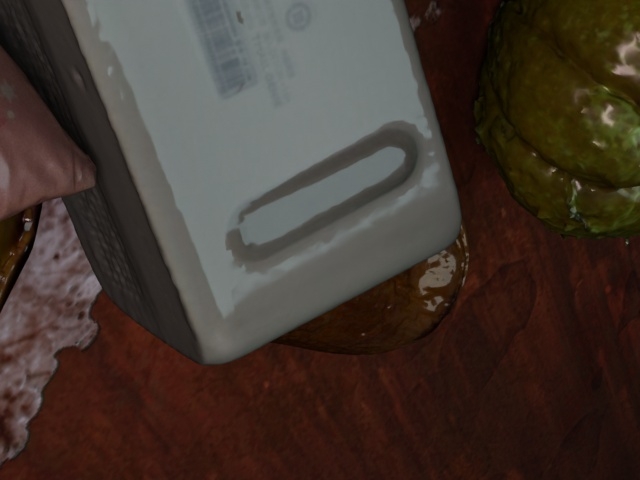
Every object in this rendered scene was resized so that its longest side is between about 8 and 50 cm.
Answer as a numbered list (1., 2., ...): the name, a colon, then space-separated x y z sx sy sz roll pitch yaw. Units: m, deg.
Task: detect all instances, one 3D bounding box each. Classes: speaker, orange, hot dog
1. speaker: -0.077 -0.137 0.878 0.184 0.183 0.406 -31 120 -22
2. orange: 0.265 -0.152 1.316 0.301 0.223 0.300 -36 153 -30
3. hot dog: 0.000 0.000 1.183 0.272 0.122 0.196 14 106 -51

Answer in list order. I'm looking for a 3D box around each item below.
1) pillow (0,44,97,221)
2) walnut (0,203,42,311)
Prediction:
1. pillow: -0.253 -0.069 0.774 0.236 0.223 0.084 -37 179 -33
2. walnut: -0.237 0.009 0.889 0.137 0.137 0.245 25 92 -55
